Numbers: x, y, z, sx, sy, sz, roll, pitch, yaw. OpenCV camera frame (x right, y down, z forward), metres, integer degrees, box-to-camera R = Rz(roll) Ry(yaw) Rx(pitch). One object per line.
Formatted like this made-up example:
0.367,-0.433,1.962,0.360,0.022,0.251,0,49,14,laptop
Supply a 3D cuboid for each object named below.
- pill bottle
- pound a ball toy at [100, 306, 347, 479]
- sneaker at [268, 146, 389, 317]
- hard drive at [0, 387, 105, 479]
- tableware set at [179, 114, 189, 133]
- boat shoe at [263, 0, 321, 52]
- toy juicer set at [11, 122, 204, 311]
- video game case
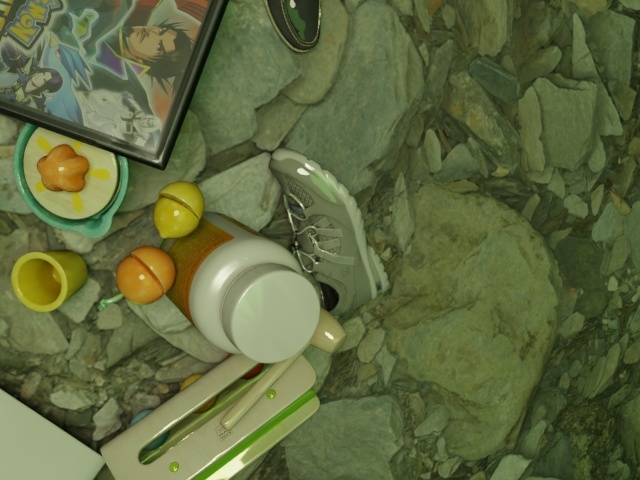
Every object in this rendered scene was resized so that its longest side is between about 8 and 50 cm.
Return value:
-0.102,0.053,0.739,0.136,0.246,0.136,-8,106,-27,pill bottle
-0.125,0.204,0.811,0.319,0.136,0.208,-35,153,-17,pound a ball toy
0.000,0.000,0.865,0.115,0.105,0.281,-39,119,-15,sneaker
-0.440,0.334,0.677,0.233,0.047,0.353,47,62,-26,hard drive
-0.227,-0.183,0.740,0.141,0.020,0.168,-15,111,-25,tableware set
-0.032,-0.342,0.780,0.075,0.065,0.206,-19,111,-24,boat shoe
-0.231,-0.075,0.669,0.209,0.089,0.329,7,101,10,toy juicer set
-0.231,-0.241,0.630,0.248,0.035,0.275,19,83,-6,video game case
